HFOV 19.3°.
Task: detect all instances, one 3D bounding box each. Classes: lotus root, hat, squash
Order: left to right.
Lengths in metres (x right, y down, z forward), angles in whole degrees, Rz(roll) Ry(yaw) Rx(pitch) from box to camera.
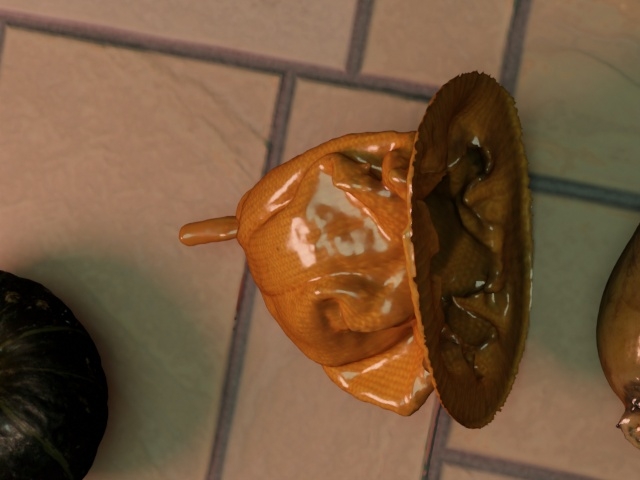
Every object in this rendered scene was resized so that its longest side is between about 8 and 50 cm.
[{"bbox_3d":[-0.245,0.113,1.334,0.193,0.156,0.193,4,76,-15],"label":"squash"},{"bbox_3d":[0.000,0.000,1.273,0.233,0.244,0.233,3,83,26],"label":"hat"},{"bbox_3d":[0.246,0.056,1.249,0.118,0.125,0.220,21,89,-14],"label":"lotus root"}]
